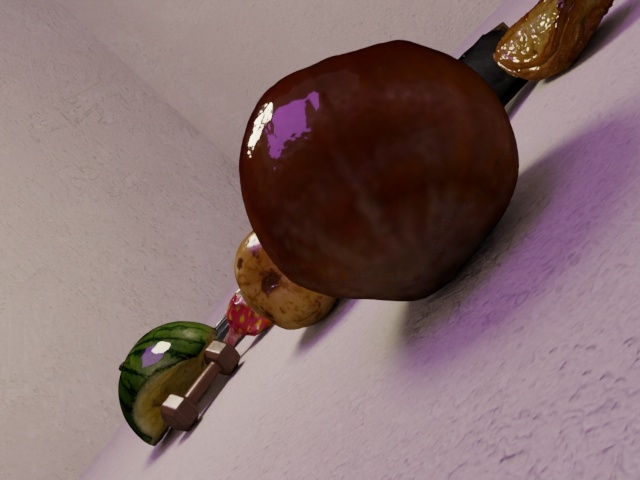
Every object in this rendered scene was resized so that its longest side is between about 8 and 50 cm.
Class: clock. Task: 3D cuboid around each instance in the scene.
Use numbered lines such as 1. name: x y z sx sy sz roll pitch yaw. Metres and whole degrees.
1. clock: -0.268 0.261 2.177 0.312 0.061 0.312 -47 7 7

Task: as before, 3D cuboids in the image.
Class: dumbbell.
1. dumbbell: -0.278 0.336 1.689 0.082 0.092 0.231 -25 21 49

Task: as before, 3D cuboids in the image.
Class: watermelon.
1. watermelon: -0.403 0.329 1.837 0.331 0.189 0.331 -58 0 0

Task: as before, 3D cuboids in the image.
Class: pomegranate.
1. pomegranate: -0.050 0.058 1.379 0.215 0.215 0.215 -47 7 7

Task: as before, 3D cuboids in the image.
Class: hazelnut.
1. hazelnut: 0.076 -0.088 0.958 0.366 0.366 0.366 -47 7 7

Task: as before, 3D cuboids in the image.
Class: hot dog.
1. hot dog: 0.420 -0.372 1.287 0.175 0.114 0.259 -54 6 -16

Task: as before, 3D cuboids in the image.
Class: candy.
1. candy: -0.238 0.279 1.828 0.365 0.124 0.124 -58 6 6

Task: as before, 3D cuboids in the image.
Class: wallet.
1. wallet: 0.317 -0.312 1.424 0.172 0.045 0.318 23 59 37

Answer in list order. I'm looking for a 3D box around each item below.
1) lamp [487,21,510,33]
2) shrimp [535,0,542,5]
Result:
1. lamp: 0.369 -0.391 1.799 0.325 0.089 0.090 -50 8 -9
2. shrimp: 0.584 -0.560 1.468 0.272 0.085 0.445 -46 7 -32
